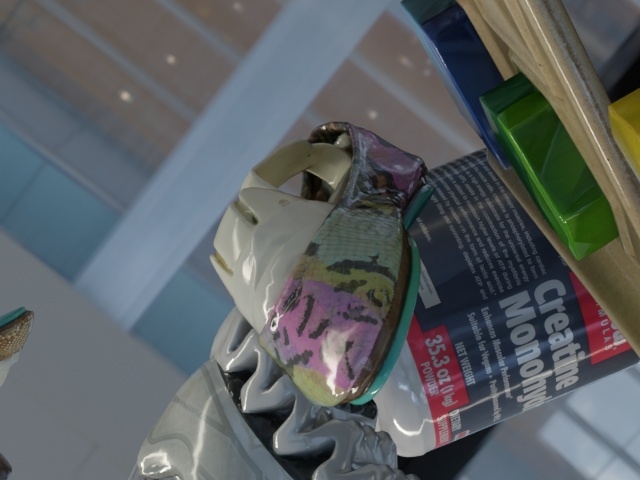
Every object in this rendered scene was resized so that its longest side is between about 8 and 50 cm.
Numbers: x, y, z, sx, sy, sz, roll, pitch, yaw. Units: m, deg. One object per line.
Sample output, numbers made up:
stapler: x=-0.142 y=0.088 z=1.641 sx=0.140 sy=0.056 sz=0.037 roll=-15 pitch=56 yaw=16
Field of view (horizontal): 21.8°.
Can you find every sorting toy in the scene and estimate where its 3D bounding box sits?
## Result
sorting toy: x=0.068 y=-0.058 z=0.565 sx=0.229 sy=0.041 sz=0.307 roll=63 pitch=180 yaw=-31

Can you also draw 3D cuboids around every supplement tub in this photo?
supplement tub: x=0.140 y=0.026 z=1.212 sx=0.191 sy=0.272 sz=0.191 roll=158 pitch=90 yaw=-84

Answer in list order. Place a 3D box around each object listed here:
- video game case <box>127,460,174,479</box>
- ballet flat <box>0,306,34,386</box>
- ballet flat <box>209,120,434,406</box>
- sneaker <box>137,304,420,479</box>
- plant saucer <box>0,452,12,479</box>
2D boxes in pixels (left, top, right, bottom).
video game case: x=-0.085 y=0.231 z=1.137 sx=0.143 sy=0.019 sz=0.157 roll=31 pitch=-143 yaw=-6
ballet flat: x=-0.342 y=0.120 z=1.614 sx=0.073 sy=0.206 sz=0.067 roll=-32 pitch=-80 yaw=-52
ballet flat: x=0.000 y=0.000 z=0.673 sx=0.079 sy=0.077 sz=0.221 roll=31 pitch=-160 yaw=-4
sneaker: x=0.011 y=0.164 z=0.805 sx=0.292 sy=0.118 sz=0.110 roll=52 pitch=-170 yaw=36
plant saucer: x=-0.512 y=0.269 z=1.903 sx=0.310 sy=0.310 sz=0.050 roll=-25 pitch=-71 yaw=-70
